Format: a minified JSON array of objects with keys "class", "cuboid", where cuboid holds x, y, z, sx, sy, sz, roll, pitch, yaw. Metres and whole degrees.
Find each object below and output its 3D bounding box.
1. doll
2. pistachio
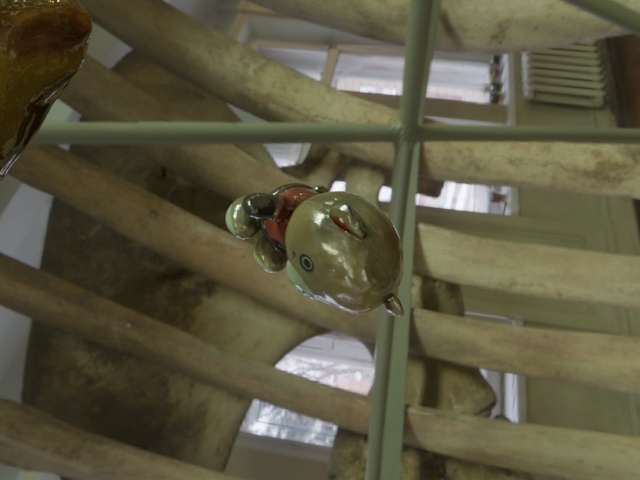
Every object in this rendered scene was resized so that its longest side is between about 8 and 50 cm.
[{"class":"doll","cuboid":[0.000,0.000,0.898,0.174,0.330,0.235,-40,-53,-17]},{"class":"pistachio","cuboid":[-0.274,-0.138,0.480,0.100,0.110,0.189,33,-102,-34]}]
